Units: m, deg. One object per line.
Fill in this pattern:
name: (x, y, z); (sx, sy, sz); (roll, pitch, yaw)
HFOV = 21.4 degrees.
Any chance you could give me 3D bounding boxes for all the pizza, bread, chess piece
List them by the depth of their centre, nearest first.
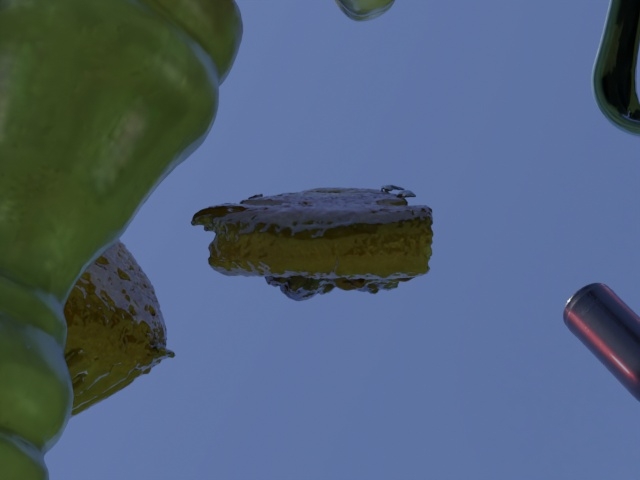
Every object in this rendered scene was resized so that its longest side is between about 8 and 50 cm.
pizza: (0.001, 0.001, 1.129); (0.154, 0.194, 0.069); (-3, -85, 6)
chess piece: (-0.226, 0.000, 1.166); (0.234, 0.234, 0.442); (42, -123, -46)
bread: (-0.240, 0.041, 1.424); (0.139, 0.240, 0.240); (-42, -42, 16)

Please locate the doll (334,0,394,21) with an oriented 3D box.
doll: (0.066, -0.182, 0.976); (0.162, 0.062, 0.106); (-30, -4, 0)

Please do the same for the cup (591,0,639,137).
cup: (0.413, -0.169, 1.331); (0.257, 0.331, 0.311); (7, -84, -38)

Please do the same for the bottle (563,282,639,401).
bottle: (0.284, 0.102, 1.531); (0.060, 0.164, 0.060); (-14, -54, -20)
